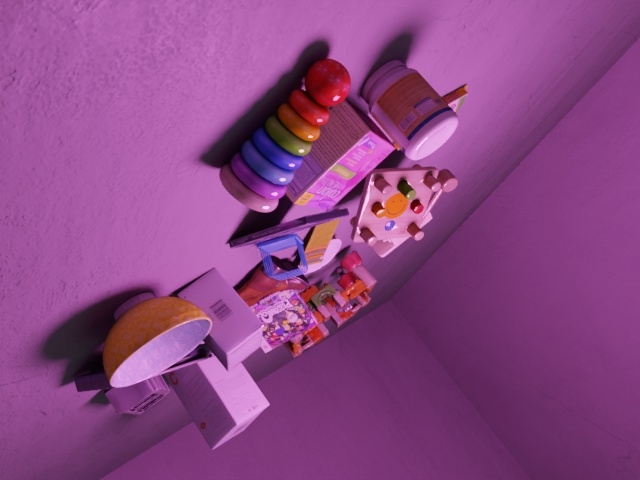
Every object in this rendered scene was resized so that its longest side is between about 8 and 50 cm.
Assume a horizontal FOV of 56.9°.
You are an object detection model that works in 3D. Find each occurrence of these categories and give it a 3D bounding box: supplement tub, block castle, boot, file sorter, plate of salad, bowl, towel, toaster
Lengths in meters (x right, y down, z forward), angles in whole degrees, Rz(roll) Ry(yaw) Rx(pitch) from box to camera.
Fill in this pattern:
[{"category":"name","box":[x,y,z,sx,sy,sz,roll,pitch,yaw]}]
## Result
[{"category":"supplement tub","box":[0.201,-0.299,1.348,0.144,0.200,0.144,-34,164,-11]},{"category":"block castle","box":[-0.006,0.251,2.434,0.453,0.213,0.303,-35,160,-16]},{"category":"boot","box":[-0.193,0.187,2.003,0.280,0.096,0.264,-41,157,13]},{"category":"file sorter","box":[-0.105,0.053,1.747,0.118,0.105,0.170,-17,171,3]},{"category":"plate of salad","box":[-0.010,0.054,2.149,0.199,0.048,0.200,-32,159,-14]},{"category":"bowl","box":[-0.440,0.228,1.513,0.289,0.156,0.289,-33,162,-12]},{"category":"towel","box":[0.000,0.000,1.988,0.102,0.021,0.237,-17,145,-37]},{"category":"toaster","box":[-0.612,0.505,2.003,0.185,0.110,0.168,-35,165,-10]}]

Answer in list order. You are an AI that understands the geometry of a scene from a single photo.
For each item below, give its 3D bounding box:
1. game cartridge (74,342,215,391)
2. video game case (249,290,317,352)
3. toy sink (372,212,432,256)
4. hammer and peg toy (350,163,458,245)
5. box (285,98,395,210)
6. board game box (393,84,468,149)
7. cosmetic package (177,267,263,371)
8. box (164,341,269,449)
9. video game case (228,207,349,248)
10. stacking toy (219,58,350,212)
[{"category":"game cartridge","box":[-0.512,0.369,1.753,0.230,0.068,0.355,-10,179,34]},{"category":"video game case","box":[-0.160,0.281,2.170,0.232,0.210,0.042,-29,-153,4]},{"category":"toy sink","box":[0.247,-0.083,2.084,0.234,0.153,0.131,-38,143,2]},{"category":"hammer and peg toy","box":[0.279,-0.110,1.874,0.361,0.127,0.266,-5,127,-28]},{"category":"box","box":[0.030,-0.199,1.411,0.243,0.117,0.213,-41,164,15]},{"category":"board game box","box":[0.334,-0.367,1.756,0.259,0.039,0.124,-34,165,-22]},{"category":"cosmetic package","box":[-0.288,0.236,1.725,0.138,0.224,0.225,-37,165,-23]},{"category":"box","box":[-0.384,0.538,2.150,0.168,0.345,0.215,-19,156,-50]},{"category":"video game case","box":[-0.085,-0.032,1.585,0.274,0.026,0.196,-15,179,36]},{"category":"stacking toy","box":[-0.061,-0.219,1.180,0.330,0.141,0.141,-51,160,19]}]
